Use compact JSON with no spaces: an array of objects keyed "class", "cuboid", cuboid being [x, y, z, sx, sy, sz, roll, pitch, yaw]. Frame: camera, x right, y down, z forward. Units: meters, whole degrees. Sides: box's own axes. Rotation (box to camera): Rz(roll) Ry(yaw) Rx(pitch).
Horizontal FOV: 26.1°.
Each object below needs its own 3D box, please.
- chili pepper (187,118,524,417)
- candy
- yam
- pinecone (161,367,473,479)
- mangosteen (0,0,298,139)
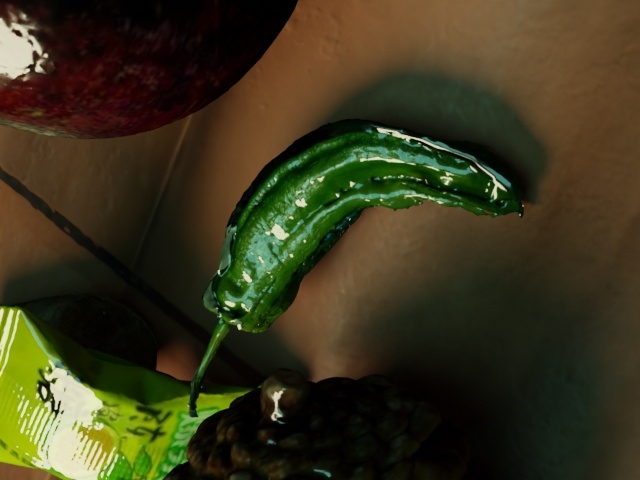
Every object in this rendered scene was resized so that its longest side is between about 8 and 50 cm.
[{"class":"chili pepper","cuboid":[0.000,-0.001,0.924,0.279,0.065,0.122,-36,67,24]},{"class":"candy","cuboid":[-0.150,0.134,0.986,0.246,0.069,0.149,21,116,-10]},{"class":"yam","cuboid":[-0.222,0.097,1.080,0.183,0.107,0.107,-16,92,32]},{"class":"pinecone","cuboid":[0.004,0.202,0.886,0.224,0.224,0.272,1,121,33]},{"class":"mangosteen","cuboid":[-0.160,-0.195,0.854,0.300,0.300,0.300,8,106,31]}]
